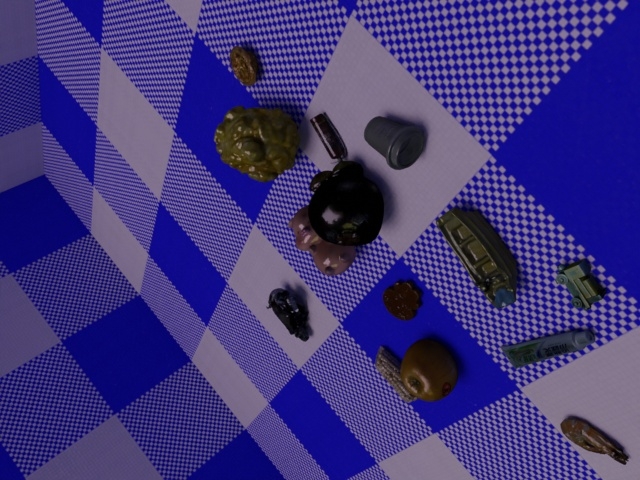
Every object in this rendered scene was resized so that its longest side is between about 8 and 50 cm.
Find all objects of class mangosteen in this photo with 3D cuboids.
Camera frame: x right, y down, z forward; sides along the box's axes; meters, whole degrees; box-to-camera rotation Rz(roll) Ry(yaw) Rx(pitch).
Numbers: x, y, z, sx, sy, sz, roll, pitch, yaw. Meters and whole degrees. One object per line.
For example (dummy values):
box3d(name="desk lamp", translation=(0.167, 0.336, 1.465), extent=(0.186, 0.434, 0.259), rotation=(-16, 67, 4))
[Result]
box3d(name="mangosteen", translation=(0.068, -0.101, 1.749), extent=(0.243, 0.243, 0.243), rotation=(31, 138, 32))

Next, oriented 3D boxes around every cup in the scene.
box3d(name="cup", translation=(0.181, -0.254, 1.561), extent=(0.141, 0.120, 0.120), rotation=(38, 142, 36))

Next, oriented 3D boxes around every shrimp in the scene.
box3d(name="shrimp", translation=(0.714, 0.532, 1.610), extent=(0.180, 0.041, 0.099), rotation=(27, 137, 35))

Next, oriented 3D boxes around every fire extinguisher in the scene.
box3d(name="fire extinguisher", translation=(0.027, -0.289, 1.776), extent=(0.064, 0.043, 0.158), rotation=(-29, 96, 17))

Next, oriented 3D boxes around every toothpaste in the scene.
box3d(name="toothpaste", translation=(0.576, 0.277, 1.571), extent=(0.075, 0.048, 0.297), rotation=(54, 148, 2))

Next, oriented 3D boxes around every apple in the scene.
box3d(name="apple", translation=(0.327, 0.399, 1.868), extent=(0.182, 0.155, 0.182), rotation=(33, 142, 31))

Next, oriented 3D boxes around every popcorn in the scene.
box3d(name="popcorn", translation=(-0.176, -0.291, 1.858), extent=(0.250, 0.241, 0.235), rotation=(20, 117, 56))

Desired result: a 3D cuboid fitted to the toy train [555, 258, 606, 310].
box3d(name="toy train", translation=(0.594, 0.100, 1.404), extent=(0.122, 0.050, 0.081), rotation=(56, 138, 3))

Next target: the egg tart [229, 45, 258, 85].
box3d(name="egg tart", translation=(-0.230, -0.538, 1.882), extent=(0.129, 0.049, 0.129), rotation=(37, 146, 31))

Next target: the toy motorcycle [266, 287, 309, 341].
box3d(name="toy motorcycle", translation=(-0.122, 0.279, 2.363), extent=(0.159, 0.106, 0.270), rotation=(31, 149, 37))

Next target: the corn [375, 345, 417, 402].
box3d(name="corn", translation=(0.253, 0.453, 2.064), extent=(0.211, 0.087, 0.087), rotation=(43, 143, 17))

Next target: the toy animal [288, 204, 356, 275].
box3d(name="toy animal", translation=(0.009, -0.006, 1.933), extent=(0.250, 0.166, 0.154), rotation=(55, -171, 12))

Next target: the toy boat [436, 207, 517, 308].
box3d(name="toy boat", translation=(0.408, 0.035, 1.549), extent=(0.276, 0.084, 0.111), rotation=(56, 148, 6))

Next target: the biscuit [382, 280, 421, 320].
box3d(name="biscuit", translation=(0.256, 0.184, 1.895), extent=(0.124, 0.026, 0.175), rotation=(48, 145, 10))
